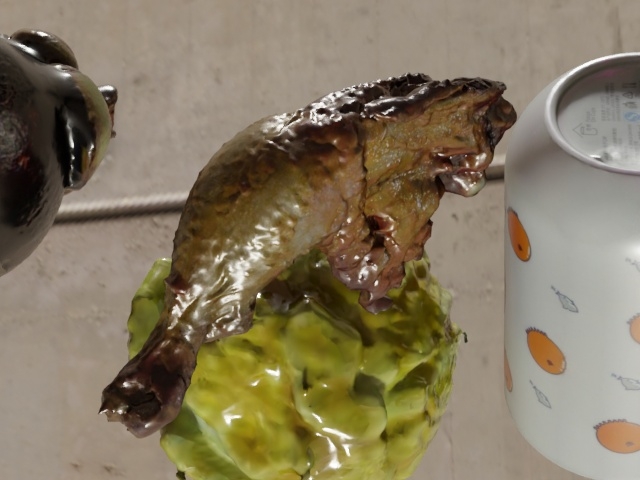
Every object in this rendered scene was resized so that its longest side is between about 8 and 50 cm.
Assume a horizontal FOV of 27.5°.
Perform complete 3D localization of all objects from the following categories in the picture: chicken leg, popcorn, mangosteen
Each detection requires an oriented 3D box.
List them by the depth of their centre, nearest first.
[{"bbox_3d":[-0.002,-0.009,0.789,0.323,0.177,0.083,-26,-137,-34],"label":"chicken leg"},{"bbox_3d":[-0.016,0.107,1.110,0.282,0.247,0.282,2,-84,18],"label":"popcorn"},{"bbox_3d":[-0.309,-0.085,1.127,0.288,0.287,0.233,-4,-110,10],"label":"mangosteen"}]

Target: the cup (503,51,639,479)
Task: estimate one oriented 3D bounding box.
[{"bbox_3d":[0.254,0.018,1.053,0.212,0.317,0.212,-4,-136,4],"label":"cup"}]
